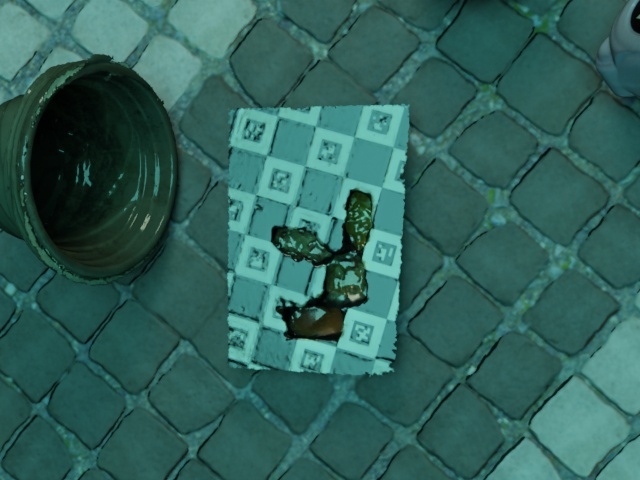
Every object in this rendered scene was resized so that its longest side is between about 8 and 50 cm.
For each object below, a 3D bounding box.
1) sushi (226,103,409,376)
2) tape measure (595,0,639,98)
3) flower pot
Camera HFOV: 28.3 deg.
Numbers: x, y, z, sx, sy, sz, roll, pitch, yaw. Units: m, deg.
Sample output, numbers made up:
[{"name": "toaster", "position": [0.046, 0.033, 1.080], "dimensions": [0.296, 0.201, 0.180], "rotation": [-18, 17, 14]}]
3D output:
[{"name": "sushi", "position": [0.000, 0.000, 1.332], "dimensions": [0.192, 0.043, 0.280], "rotation": [0, 88, 11]}, {"name": "tape measure", "position": [0.370, -0.195, 1.200], "dimensions": [0.178, 0.196, 0.105], "rotation": [-45, 115, -4]}, {"name": "flower pot", "position": [-0.269, -0.074, 1.317], "dimensions": [0.140, 0.235, 0.236], "rotation": [5, 89, 32]}]
